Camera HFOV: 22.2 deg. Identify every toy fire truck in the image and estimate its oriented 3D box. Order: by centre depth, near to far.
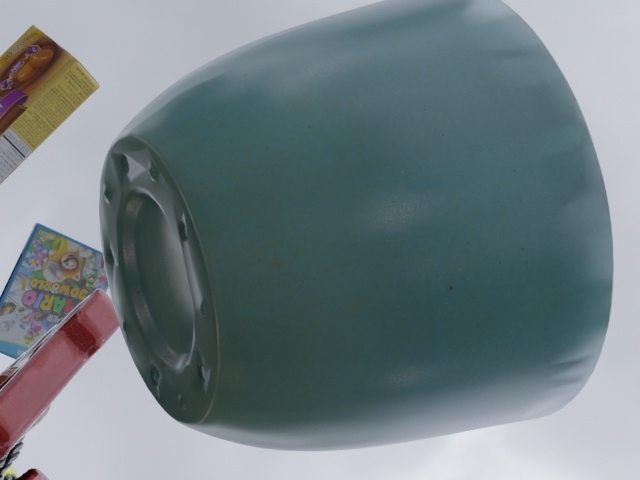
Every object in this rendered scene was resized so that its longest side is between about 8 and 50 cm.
[{"bbox_3d":[-0.310,0.183,1.419,0.169,0.254,0.302,46,-53,-5],"label":"toy fire truck"}]

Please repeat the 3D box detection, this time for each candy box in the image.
[{"bbox_3d":[-0.343,-0.139,1.782,0.109,0.187,0.053,39,-9,44],"label":"candy box"}]

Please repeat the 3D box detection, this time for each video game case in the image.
[{"bbox_3d":[-0.337,0.076,2.042,0.166,0.119,0.015,-65,-158,-3],"label":"video game case"}]

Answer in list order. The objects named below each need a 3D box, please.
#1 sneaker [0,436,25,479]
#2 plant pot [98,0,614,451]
[{"bbox_3d":[-0.424,0.223,1.832,0.146,0.134,0.343,50,-26,17],"label":"sneaker"},{"bbox_3d":[0.000,0.000,1.027,0.293,0.235,0.293,40,-43,52],"label":"plant pot"}]
